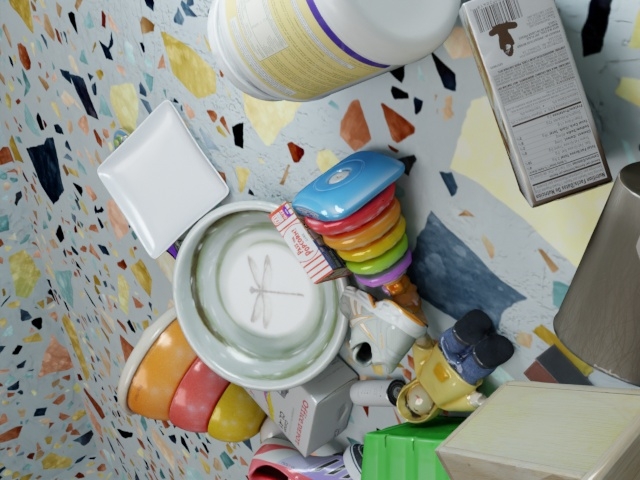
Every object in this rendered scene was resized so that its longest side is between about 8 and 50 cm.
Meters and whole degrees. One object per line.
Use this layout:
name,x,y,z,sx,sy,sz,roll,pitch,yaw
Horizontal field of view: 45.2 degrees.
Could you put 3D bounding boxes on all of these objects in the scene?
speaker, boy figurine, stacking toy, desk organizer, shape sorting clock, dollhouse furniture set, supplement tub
speaker,0.117,0.310,1.560,0.136,0.055,0.055,-19,97,57
boy figurine,0.213,0.226,1.333,0.177,0.092,0.285,52,142,16
stacking toy,0.095,0.012,1.317,0.175,0.166,0.301,20,144,58
desk organizer,0.372,0.225,1.151,0.130,0.047,0.050,49,147,21
shape sorting clock,-0.509,-0.203,2.073,0.206,0.040,0.206,33,137,37
dollhouse furniture set,0.359,0.382,0.942,0.256,0.362,0.394,-13,109,60
supplement tub,0.005,-0.329,1.077,0.331,0.241,0.240,-7,107,55
stacking toy,-0.241,0.403,1.968,0.480,0.350,0.350,32,139,14

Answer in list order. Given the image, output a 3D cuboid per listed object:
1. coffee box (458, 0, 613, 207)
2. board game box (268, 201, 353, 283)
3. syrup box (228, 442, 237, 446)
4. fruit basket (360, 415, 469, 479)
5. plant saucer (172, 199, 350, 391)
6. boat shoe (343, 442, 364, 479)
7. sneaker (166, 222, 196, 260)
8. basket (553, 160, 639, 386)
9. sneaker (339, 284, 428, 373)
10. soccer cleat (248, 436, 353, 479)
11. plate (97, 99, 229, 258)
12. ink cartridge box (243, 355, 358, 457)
coffee box,0.252,-0.178,0.918,0.098,0.141,0.246,-19,100,13
board game box,0.000,0.000,1.385,0.045,0.193,0.146,-37,79,18
syrup box,-0.287,0.476,2.210,0.237,0.093,0.096,30,135,40
fruit basket,0.265,0.497,1.328,0.392,0.283,0.391,15,108,56
plant saucer,-0.114,0.110,1.604,0.401,0.100,0.400,4,101,21
boat shoe,0.160,0.506,1.611,0.301,0.108,0.102,40,111,51
sneaker,-0.386,-0.046,1.959,0.293,0.102,0.146,61,148,3
basket,0.391,0.035,0.895,0.204,0.154,0.226,25,129,34
sneaker,0.080,0.159,1.364,0.099,0.121,0.262,35,173,-18
soccer cleat,-0.012,0.546,1.772,0.319,0.116,0.108,9,120,20
plate,-0.369,-0.142,1.821,0.278,0.045,0.277,-39,79,22
ink cartridge box,-0.073,0.301,1.752,0.306,0.131,0.226,43,143,30
